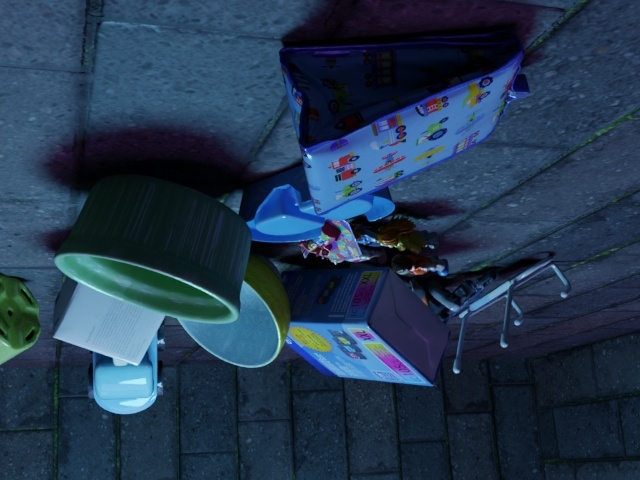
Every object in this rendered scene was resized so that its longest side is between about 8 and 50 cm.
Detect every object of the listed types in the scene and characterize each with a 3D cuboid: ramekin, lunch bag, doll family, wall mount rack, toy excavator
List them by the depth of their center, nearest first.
[{"bbox_3d":[0.114,-0.155,1.032,0.293,0.138,0.221,-13,162,0],"label":"lunch bag"},{"bbox_3d":[-0.258,0.015,1.367,0.304,0.148,0.303,14,161,5],"label":"ramekin"},{"bbox_3d":[0.121,-0.001,1.651,0.263,0.118,0.163,7,-177,44],"label":"doll family"},{"bbox_3d":[0.456,0.182,2.101,0.304,0.130,0.350,-26,167,-35],"label":"wall mount rack"},{"bbox_3d":[-0.539,0.309,2.329,0.223,0.432,0.445,0,-167,-11],"label":"toy excavator"}]

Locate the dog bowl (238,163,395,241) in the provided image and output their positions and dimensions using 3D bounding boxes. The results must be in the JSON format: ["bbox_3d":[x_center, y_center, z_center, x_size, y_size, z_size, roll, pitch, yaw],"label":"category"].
[{"bbox_3d":[-0.016,-0.066,1.399,0.297,0.074,0.166,-17,160,40],"label":"dog bowl"}]

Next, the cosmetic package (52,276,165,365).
[{"bbox_3d":[-0.424,0.129,1.700,0.184,0.151,0.151,24,-166,-24],"label":"cosmetic package"}]

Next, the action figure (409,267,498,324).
[{"bbox_3d":[0.273,0.137,2.177,0.341,0.178,0.330,-43,156,20],"label":"action figure"}]

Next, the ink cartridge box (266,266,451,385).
[{"bbox_3d":[0.055,0.194,1.915,0.396,0.151,0.270,-2,143,46],"label":"ink cartridge box"}]

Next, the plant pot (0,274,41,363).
[{"bbox_3d":[-0.798,0.201,1.937,0.254,0.276,0.276,-22,160,18],"label":"plant pot"}]

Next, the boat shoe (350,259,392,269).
[{"bbox_3d":[0.117,0.056,1.946,0.049,0.040,0.142,-4,167,39],"label":"boat shoe"}]

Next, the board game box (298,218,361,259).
[{"bbox_3d":[0.000,0.000,1.576,0.133,0.033,0.168,9,149,25],"label":"board game box"}]

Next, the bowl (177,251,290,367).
[{"bbox_3d":[-0.171,0.114,1.818,0.290,0.289,0.156,-18,-158,44],"label":"bowl"}]

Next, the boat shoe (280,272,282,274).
[{"bbox_3d":[-0.152,0.145,2.119,0.305,0.091,0.109,-11,163,25],"label":"boat shoe"}]
